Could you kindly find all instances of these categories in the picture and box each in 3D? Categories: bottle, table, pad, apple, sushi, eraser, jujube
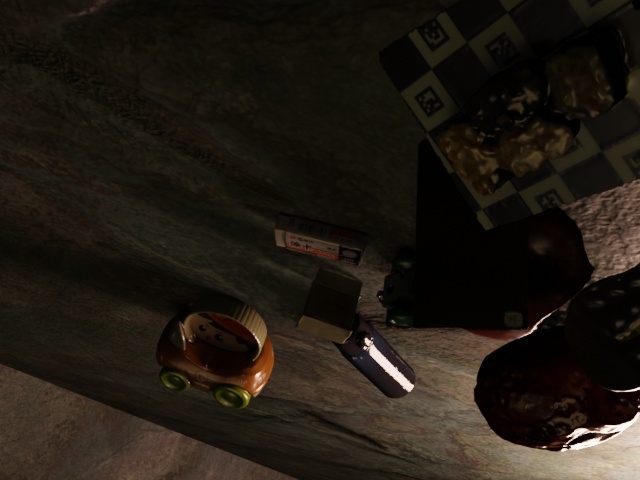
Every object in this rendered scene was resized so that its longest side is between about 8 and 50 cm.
[{"bbox_3d":[0.092,0.202,1.212,0.082,0.072,0.244,22,162,42],"label":"bottle"},{"bbox_3d":[0.015,0.099,1.050,0.079,0.083,0.062,20,152,-4],"label":"table"},{"bbox_3d":[0.142,-0.011,0.662,0.116,0.193,0.004,-4,168,34],"label":"pad"},{"bbox_3d":[0.190,0.025,0.732,0.147,0.156,0.158,6,176,0],"label":"apple"},{"bbox_3d":[0.151,-0.100,0.539,0.215,0.050,0.192,-22,105,50],"label":"sushi"},{"bbox_3d":[0.000,0.000,0.932,0.122,0.029,0.052,14,153,6],"label":"eraser"},{"bbox_3d":[0.332,0.205,0.983,0.183,0.183,0.243,26,160,-18],"label":"jujube"}]

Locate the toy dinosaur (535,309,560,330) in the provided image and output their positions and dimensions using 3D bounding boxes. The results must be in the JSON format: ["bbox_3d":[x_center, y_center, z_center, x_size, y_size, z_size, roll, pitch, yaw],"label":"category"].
[{"bbox_3d":[0.292,0.099,0.950,0.047,0.031,0.083,28,151,-26],"label":"toy dinosaur"}]

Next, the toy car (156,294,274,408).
[{"bbox_3d":[-0.194,0.185,1.309,0.235,0.145,0.235,9,132,10],"label":"toy car"}]

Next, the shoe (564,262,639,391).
[{"bbox_3d":[0.393,0.018,0.640,0.171,0.132,0.336,-10,149,-41],"label":"shoe"}]

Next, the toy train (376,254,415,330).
[{"bbox_3d":[0.172,0.070,0.904,0.136,0.091,0.227,22,154,-34],"label":"toy train"}]
